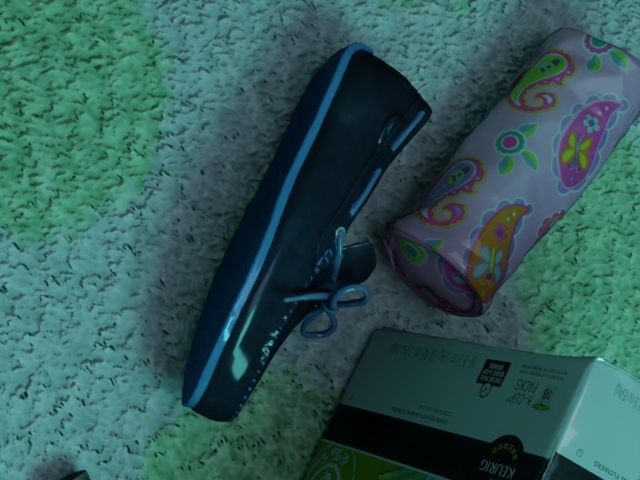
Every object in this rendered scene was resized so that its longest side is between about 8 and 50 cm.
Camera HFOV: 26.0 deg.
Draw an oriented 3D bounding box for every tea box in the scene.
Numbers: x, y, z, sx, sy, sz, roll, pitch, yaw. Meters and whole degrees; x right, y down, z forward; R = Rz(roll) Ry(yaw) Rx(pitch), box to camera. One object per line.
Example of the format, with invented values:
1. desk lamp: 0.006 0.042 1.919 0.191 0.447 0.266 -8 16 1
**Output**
1. tea box: 0.133 0.264 1.101 0.220 0.329 0.323 30 77 -22

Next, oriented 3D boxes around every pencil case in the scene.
1. pencil case: 0.176 -0.066 1.242 0.124 0.124 0.284 46 72 -18

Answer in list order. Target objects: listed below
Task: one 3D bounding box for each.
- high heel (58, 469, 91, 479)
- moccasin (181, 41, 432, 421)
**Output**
1. high heel: -0.239 0.318 1.055 0.261 0.093 0.186 -30 96 -31
2. moccasin: 0.000 0.000 1.143 0.117 0.138 0.342 29 79 -15
